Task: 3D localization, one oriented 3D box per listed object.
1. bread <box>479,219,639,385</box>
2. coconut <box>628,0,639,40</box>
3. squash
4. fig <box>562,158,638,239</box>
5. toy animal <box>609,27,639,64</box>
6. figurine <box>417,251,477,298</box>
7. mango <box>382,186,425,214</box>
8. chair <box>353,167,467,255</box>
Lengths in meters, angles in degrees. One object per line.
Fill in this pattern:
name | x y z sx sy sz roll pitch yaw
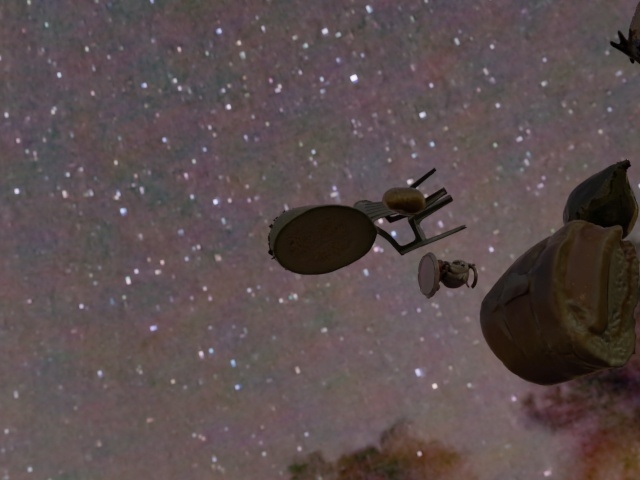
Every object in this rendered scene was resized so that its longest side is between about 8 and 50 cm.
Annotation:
bread | 0.447 0.123 1.769 0.210 0.301 0.341 24 -23 -14
coconut | 0.972 -0.548 2.259 0.404 0.405 0.405 -15 -29 -8
squash | 0.000 0.000 2.261 0.189 0.189 0.260 -2 4 -29
fig | 0.734 -0.104 2.339 0.195 0.195 0.245 -7 -61 -22
toy animal | 0.688 -0.391 1.806 0.090 0.195 0.324 -55 -11 2
figurine | 0.367 0.101 2.532 0.153 0.132 0.132 2 -34 -17
mango | 0.218 -0.105 2.383 0.103 0.076 0.161 9 4 28
chair | 0.262 -0.084 2.692 0.274 0.203 0.191 -29 -58 8
